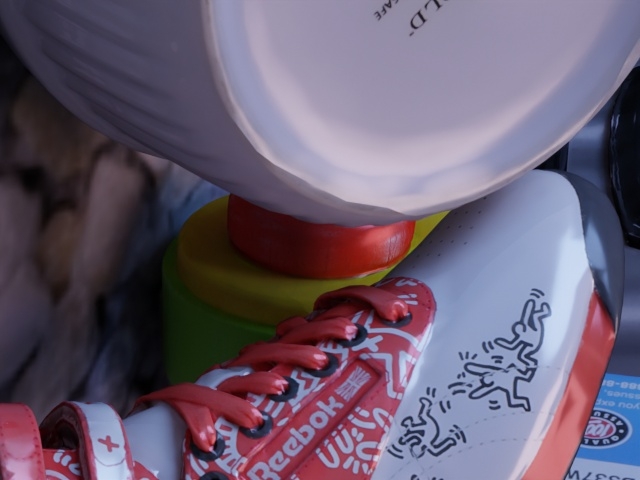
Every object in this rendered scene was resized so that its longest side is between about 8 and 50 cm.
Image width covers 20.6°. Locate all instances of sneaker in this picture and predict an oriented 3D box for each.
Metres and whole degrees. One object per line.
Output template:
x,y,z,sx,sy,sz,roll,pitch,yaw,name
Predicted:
-0.024,0.062,0.496,0.145,0.090,0.270,36,74,-21,sneaker

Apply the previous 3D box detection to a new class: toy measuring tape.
0.000,0.000,0.715,0.330,0.121,0.121,-82,170,-64,toy measuring tape

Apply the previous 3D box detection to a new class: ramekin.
0.011,-0.101,0.501,0.207,0.109,0.207,-17,125,-27,ramekin

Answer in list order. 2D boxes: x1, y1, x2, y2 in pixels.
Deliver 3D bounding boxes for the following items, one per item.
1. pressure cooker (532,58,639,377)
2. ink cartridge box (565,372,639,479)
0.380,0.018,1.351,0.375,0.420,0.369,-45,132,-66,pressure cooker
0.044,0.205,0.724,0.270,0.198,0.197,-64,154,-50,ink cartridge box
